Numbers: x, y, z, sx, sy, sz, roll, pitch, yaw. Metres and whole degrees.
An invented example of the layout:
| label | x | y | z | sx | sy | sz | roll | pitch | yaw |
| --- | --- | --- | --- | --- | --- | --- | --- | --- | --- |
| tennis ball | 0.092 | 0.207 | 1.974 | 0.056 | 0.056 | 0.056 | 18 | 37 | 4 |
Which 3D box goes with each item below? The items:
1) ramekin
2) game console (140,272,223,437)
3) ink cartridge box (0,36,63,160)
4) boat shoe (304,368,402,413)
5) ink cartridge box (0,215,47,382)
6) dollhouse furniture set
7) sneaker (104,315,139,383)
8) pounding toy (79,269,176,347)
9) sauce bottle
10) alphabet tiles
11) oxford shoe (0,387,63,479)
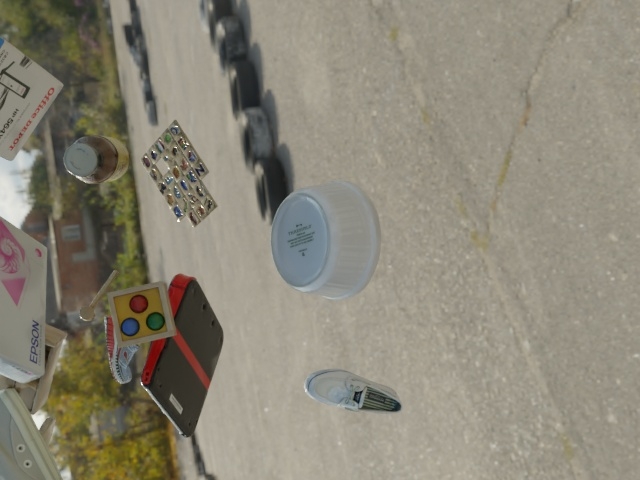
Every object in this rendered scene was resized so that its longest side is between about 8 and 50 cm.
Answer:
| label | x | y | z | sx | sy | sz | roll | pitch | yaw |
| --- | --- | --- | --- | --- | --- | --- | --- | --- | --- |
| ramekin | 0.000 | 0.000 | 1.749 | 0.272 | 0.127 | 0.273 | 0 | 90 | 49 |
| game console | -0.371 | 0.312 | 2.125 | 0.387 | 0.060 | 0.342 | 75 | -153 | -55 |
| ink cartridge box | -0.480 | -0.218 | 1.104 | 0.085 | 0.148 | 0.203 | 33 | 178 | 17 |
| boat shoe | 0.079 | 0.335 | 1.728 | 0.076 | 0.226 | 0.083 | -165 | 86 | -71 |
| ink cartridge box | -0.675 | 0.080 | 1.547 | 0.330 | 0.071 | 0.324 | 50 | -157 | -53 |
| dollhouse furniture set | -0.849 | 0.394 | 2.016 | 0.394 | 0.361 | 0.257 | -60 | -8 | -68 |
| sneaker | -0.527 | 0.298 | 2.111 | 0.088 | 0.092 | 0.225 | -117 | 25 | -50 |
| pounding toy | -0.452 | 0.151 | 1.785 | 0.094 | 0.205 | 0.181 | 134 | 123 | -82 |
| sauce bottle | -0.508 | -0.183 | 1.763 | 0.344 | 0.111 | 0.112 | -119 | 23 | -82 |
| alphabet tiles | -0.355 | -0.158 | 1.993 | 0.198 | 0.009 | 0.237 | -36 | 85 | 42 |
| oxford shoe | -0.535 | 0.499 | 1.473 | 0.450 | 0.130 | 0.169 | 60 | 154 | 4 |
